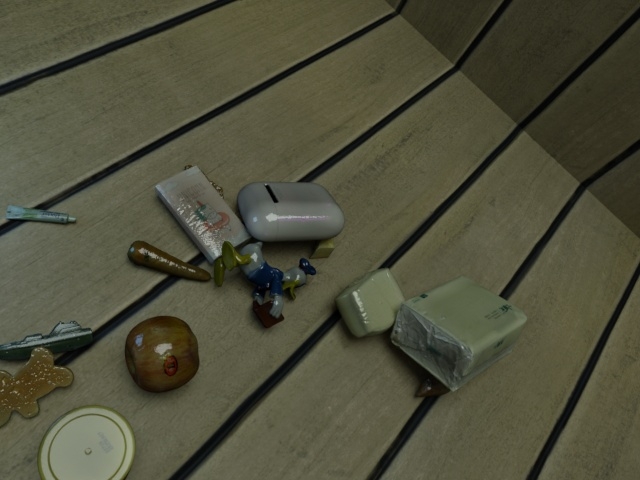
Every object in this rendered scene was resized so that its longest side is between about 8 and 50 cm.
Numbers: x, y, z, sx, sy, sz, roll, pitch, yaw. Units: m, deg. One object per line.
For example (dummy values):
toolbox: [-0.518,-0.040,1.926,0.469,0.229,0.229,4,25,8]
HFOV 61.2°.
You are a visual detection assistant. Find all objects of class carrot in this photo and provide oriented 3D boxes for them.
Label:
carrot: [0.428,0.475,1.878,0.262,0.102,0.102,-23,73,-28]
carrot: [-0.464,0.079,1.725,0.297,0.078,0.078,22,56,-16]

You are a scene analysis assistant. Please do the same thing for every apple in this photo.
apple: [-0.441,0.315,1.512,0.187,0.211,0.211,-14,69,-29]

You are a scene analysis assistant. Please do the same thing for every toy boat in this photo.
toy boat: [-0.762,0.272,1.475,0.260,0.078,0.085,-8,92,-27]

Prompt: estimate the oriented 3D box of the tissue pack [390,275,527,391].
tissue pack: [0.469,0.299,1.837,0.380,0.207,0.297,-17,41,-43]

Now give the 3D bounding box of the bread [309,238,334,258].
bread: [0.000,0.000,1.955,0.080,0.084,0.109,1,63,-25]

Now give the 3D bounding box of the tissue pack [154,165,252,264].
tissue pack: [-0.392,-0.091,1.816,0.170,0.071,0.325,-34,80,-31]

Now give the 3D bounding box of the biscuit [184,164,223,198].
biscuit: [-0.408,-0.159,1.906,0.131,0.026,0.237,0,63,-25]

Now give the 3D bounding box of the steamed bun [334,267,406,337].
steamed bun: [0.169,0.220,1.860,0.250,0.154,0.200,-28,89,-33]

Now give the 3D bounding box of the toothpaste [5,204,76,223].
toothpaste: [-0.857,-0.076,1.664,0.197,0.029,0.048,7,60,-16]

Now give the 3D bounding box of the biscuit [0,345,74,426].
biscuit: [-0.780,0.389,1.406,0.234,0.030,0.153,-44,103,-23]

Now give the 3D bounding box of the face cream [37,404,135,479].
face cream: [-0.578,0.536,1.345,0.217,0.179,0.218,10,59,-18]

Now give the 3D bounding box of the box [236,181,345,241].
box: [-0.105,-0.104,1.884,0.348,0.141,0.289,-2,33,-21]

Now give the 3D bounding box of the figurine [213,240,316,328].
figurine: [-0.148,0.131,1.748,0.338,0.204,0.284,-7,77,-32]
